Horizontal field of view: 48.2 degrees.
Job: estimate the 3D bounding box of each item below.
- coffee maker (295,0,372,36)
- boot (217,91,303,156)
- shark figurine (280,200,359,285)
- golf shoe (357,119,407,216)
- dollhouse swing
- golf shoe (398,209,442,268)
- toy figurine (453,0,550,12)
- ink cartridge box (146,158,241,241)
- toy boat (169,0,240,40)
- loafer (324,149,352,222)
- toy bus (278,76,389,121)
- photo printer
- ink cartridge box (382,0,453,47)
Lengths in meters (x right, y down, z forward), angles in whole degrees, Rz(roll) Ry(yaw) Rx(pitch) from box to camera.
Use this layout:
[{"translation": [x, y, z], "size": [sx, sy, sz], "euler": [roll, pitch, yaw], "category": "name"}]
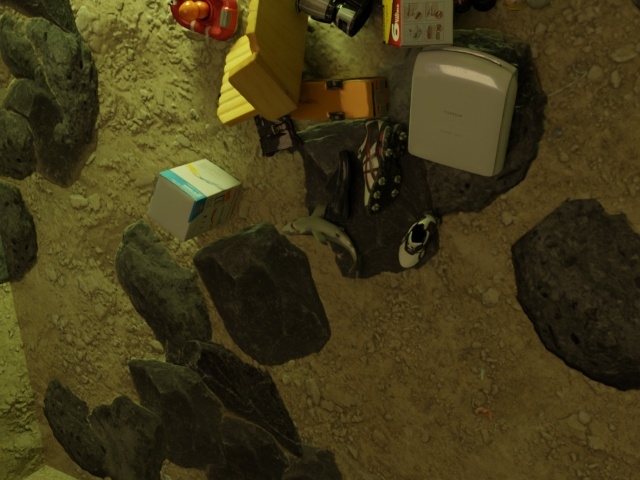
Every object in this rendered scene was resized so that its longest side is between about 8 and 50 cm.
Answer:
[{"translation": [0.049, -0.645, 1.882], "size": [0.178, 0.120, 0.171], "euler": [28, 92, 9], "category": "coffee maker"}, {"translation": [-0.187, -0.365, 2.174], "size": [0.263, 0.091, 0.228], "euler": [-3, 104, 33], "category": "boot"}, {"translation": [0.028, 0.001, 2.175], "size": [0.278, 0.166, 0.116], "euler": [34, 150, 0], "category": "shark figurine"}, {"translation": [0.162, -0.205, 2.003], "size": [0.120, 0.105, 0.272], "euler": [31, 119, 43], "category": "golf shoe"}, {"translation": [-0.213, -0.521, 1.933], "size": [0.305, 0.315, 0.346], "euler": [-5, 67, 27], "category": "dollhouse swing"}, {"translation": [0.259, 0.005, 2.001], "size": [0.077, 0.094, 0.198], "euler": [35, 124, 18], "category": "golf shoe"}, {"translation": [0.405, -0.585, 1.616], "size": [0.213, 0.210, 0.148], "euler": [11, 118, 32], "category": "toy figurine"}, {"translation": [-0.406, -0.134, 2.318], "size": [0.168, 0.233, 0.171], "euler": [35, 123, 17], "category": "ink cartridge box"}, {"translation": [-0.364, -0.689, 2.140], "size": [0.231, 0.151, 0.150], "euler": [25, 119, 25], "category": "toy boat"}, {"translation": [0.052, -0.156, 2.088], "size": [0.078, 0.076, 0.223], "euler": [7, 116, 7], "category": "loafer"}, {"translation": [0.016, -0.397, 1.998], "size": [0.333, 0.130, 0.108], "euler": [6, 111, 33], "category": "toy bus"}, {"translation": [0.344, -0.324, 1.749], "size": [0.256, 0.107, 0.307], "euler": [20, 139, 21], "category": "photo printer"}, {"translation": [0.217, -0.620, 1.684], "size": [0.130, 0.272, 0.309], "euler": [-4, 108, -5], "category": "ink cartridge box"}]
